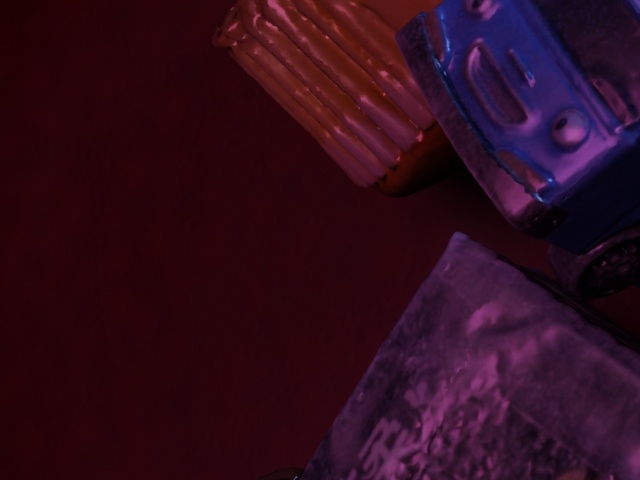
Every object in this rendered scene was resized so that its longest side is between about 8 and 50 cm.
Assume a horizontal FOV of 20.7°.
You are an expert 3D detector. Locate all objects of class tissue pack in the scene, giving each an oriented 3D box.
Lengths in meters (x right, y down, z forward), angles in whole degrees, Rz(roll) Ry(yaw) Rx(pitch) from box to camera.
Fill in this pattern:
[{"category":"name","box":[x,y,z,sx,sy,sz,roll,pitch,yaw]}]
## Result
[{"category":"tissue pack","box":[0.125,0.170,0.758,0.315,0.103,0.228,36,98,38]}]

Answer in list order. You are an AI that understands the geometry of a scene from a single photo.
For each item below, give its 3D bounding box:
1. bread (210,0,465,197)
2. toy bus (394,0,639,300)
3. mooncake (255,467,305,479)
[{"category":"bread","box":[0.088,-0.153,0.833,0.156,0.204,0.288,41,108,-4]},{"category":"toy bus","box":[0.149,-0.046,0.719,0.133,0.234,0.116,-40,56,20]},{"category":"mooncake","box":[-0.012,0.000,0.945,0.057,0.150,0.347,-4,93,25]}]
